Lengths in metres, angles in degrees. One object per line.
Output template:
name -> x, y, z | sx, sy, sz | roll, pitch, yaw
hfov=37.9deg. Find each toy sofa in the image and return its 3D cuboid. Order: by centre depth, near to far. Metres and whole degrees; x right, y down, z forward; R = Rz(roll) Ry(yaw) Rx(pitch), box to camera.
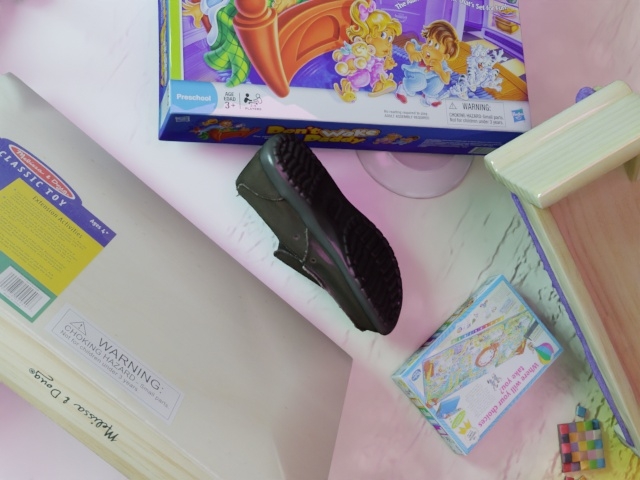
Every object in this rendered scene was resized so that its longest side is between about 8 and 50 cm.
toy sofa -> 0.297, 0.040, 0.892 | 0.150, 0.177, 0.363 | -30, 112, 0

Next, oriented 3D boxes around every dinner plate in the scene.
dinner plate -> 0.099, -0.113, 0.953 | 0.141, 0.017, 0.141 | 3, 81, -20

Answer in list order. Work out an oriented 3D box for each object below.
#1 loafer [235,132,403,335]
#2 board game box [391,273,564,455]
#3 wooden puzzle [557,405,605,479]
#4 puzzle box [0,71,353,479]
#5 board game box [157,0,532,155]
loafer -> 0.000, 0.000, 0.879 | 0.220, 0.078, 0.080 | 56, 38, -15
board game box -> 0.158, 0.122, 0.930 | 0.154, 0.026, 0.103 | -41, 96, -19
wooden puzzle -> 0.270, 0.213, 0.963 | 0.049, 0.006, 0.083 | -3, 83, -19
puzzle box -> -0.154, 0.046, 0.729 | 0.409, 0.272, 0.052 | 41, 113, -8
board game box -> 0.020, -0.209, 0.895 | 0.347, 0.078, 0.233 | 0, 77, -17
